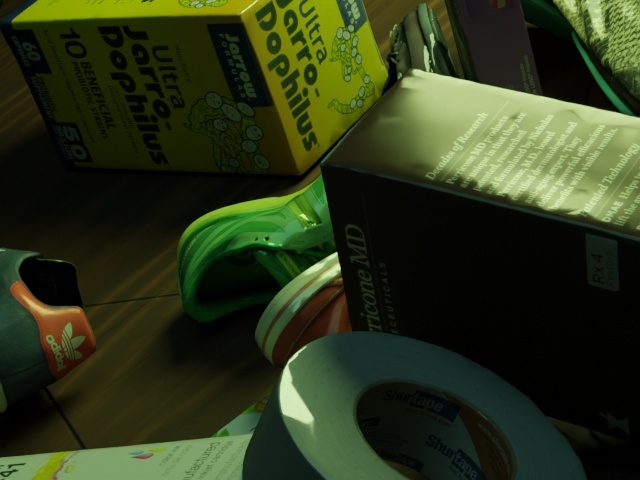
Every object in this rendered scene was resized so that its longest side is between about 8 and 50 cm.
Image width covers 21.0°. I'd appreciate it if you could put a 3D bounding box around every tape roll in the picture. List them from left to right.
[{"bbox_3d":[0.063,0.155,1.135,0.219,0.072,0.219,17,30,-10],"label":"tape roll"}]

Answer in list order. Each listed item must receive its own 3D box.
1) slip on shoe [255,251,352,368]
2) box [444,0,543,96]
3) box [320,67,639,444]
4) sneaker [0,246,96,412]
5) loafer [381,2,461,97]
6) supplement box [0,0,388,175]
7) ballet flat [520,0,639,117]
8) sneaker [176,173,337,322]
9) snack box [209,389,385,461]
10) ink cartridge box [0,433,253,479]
[{"bbox_3d":[0.096,0.027,1.442,0.331,0.123,0.101,-33,65,-32],"label":"slip on shoe"},{"bbox_3d":[0.150,-0.217,1.607,0.057,0.293,0.201,-16,29,3],"label":"box"},{"bbox_3d":[0.201,0.022,1.195,0.381,0.191,0.143,16,45,32],"label":"box"},{"bbox_3d":[-0.312,0.050,1.654,0.148,0.131,0.350,-22,33,-17],"label":"sneaker"},{"bbox_3d":[0.094,-0.146,1.727,0.095,0.109,0.302,-22,31,8],"label":"loafer"},{"bbox_3d":[-0.137,-0.203,1.879,0.356,0.194,0.195,3,37,38],"label":"supplement box"},{"bbox_3d":[0.289,-0.243,1.680,0.182,0.164,0.483,-54,29,11],"label":"ballet flat"},{"bbox_3d":[0.000,0.000,1.532,0.295,0.109,0.123,-26,32,24],"label":"sneaker"},{"bbox_3d":[-0.028,0.174,1.323,0.100,0.037,0.141,-35,31,-25],"label":"snack box"},{"bbox_3d":[-0.176,0.245,1.174,0.306,0.131,0.226,-7,21,23],"label":"ink cartridge box"}]
